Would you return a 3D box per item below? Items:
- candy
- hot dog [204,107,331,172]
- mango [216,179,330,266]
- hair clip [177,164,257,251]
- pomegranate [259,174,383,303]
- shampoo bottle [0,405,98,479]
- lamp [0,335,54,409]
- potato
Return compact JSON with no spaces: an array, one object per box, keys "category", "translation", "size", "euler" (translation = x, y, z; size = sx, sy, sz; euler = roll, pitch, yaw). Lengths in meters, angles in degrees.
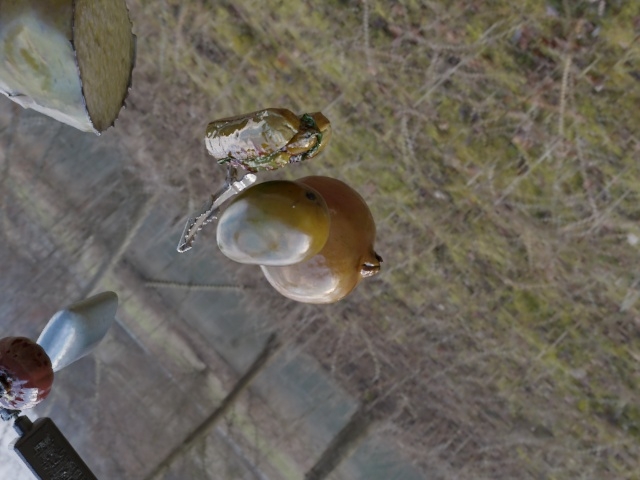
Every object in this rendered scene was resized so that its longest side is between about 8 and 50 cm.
[{"category":"candy","translation":[-0.411,0.154,1.472],"size":[0.071,0.138,0.174],"euler":[36,-168,5]},{"category":"hot dog","translation":[-0.071,-0.122,1.099],"size":[0.104,0.076,0.250],"euler":[3,-178,-32]},{"category":"mango","translation":[-0.064,-0.021,1.097],"size":[0.163,0.089,0.111],"euler":[0,111,25]},{"category":"hair clip","translation":[-0.232,-0.072,1.839],"size":[0.072,0.226,0.034],"euler":[40,175,39]},{"category":"pomegranate","translation":[-0.006,-0.002,1.391],"size":[0.209,0.209,0.209],"euler":[44,168,12]},{"category":"shampoo bottle","translation":[-0.563,0.460,1.827],"size":[0.071,0.098,0.309],"euler":[-13,114,52]},{"category":"lamp","translation":[-0.400,0.175,1.151],"size":[0.101,0.101,0.090],"euler":[46,-151,6]},{"category":"potato","translation":[-0.436,-0.321,1.341],"size":[0.237,0.288,0.301],"euler":[3,134,6]}]
